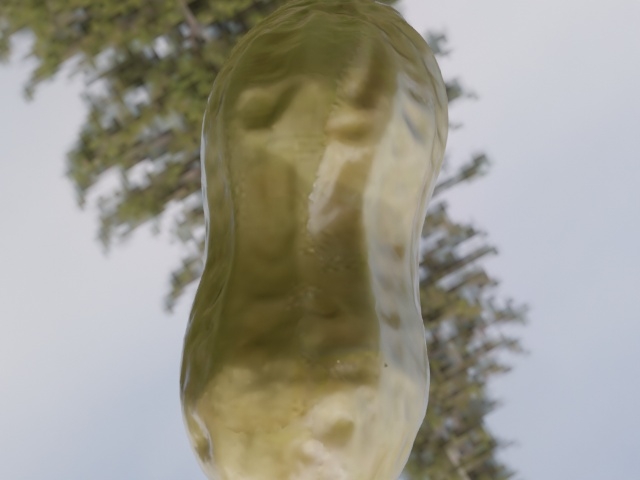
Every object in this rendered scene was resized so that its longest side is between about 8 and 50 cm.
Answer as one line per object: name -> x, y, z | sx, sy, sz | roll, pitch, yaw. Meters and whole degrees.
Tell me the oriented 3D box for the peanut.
peanut -> 0.000, 0.000, 0.743 | 0.111, 0.125, 0.274 | 3, -122, -1
